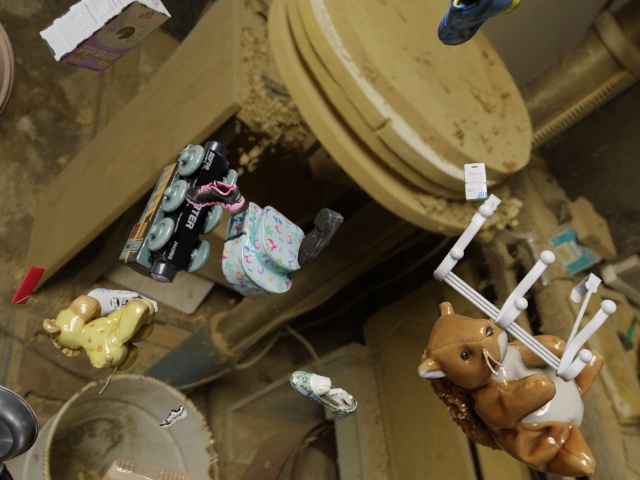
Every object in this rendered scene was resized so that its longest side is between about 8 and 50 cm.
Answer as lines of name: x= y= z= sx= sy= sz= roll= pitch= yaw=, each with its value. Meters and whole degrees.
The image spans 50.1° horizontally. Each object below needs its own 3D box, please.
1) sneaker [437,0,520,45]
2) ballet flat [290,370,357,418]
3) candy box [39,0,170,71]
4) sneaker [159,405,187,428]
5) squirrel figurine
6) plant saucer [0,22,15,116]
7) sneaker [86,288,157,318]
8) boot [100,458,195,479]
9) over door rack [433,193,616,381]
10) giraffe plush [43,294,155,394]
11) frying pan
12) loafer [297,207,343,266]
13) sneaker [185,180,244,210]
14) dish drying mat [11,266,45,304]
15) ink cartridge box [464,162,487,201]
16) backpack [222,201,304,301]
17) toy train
sneaker: x=0.224 y=-0.364 z=1.071 sx=0.082 sy=0.209 sz=0.069 roll=0 pitch=86 yaw=-19
ballet flat: x=0.015 y=0.347 z=1.581 sx=0.188 sy=0.070 sz=0.070 roll=38 pitch=38 yaw=-31
candy box: x=-0.416 y=-0.423 z=1.343 sx=0.070 sy=0.196 sz=0.165 roll=57 pitch=13 yaw=1
sneaker: x=-0.409 y=0.484 z=1.886 sx=0.083 sy=0.032 sz=0.037 roll=-29 pitch=107 yaw=-21
squirrel figurine: x=0.357 y=0.310 z=1.500 sx=0.370 sy=0.397 sz=0.281 roll=32 pitch=61 yaw=-14
plant saucer: x=-0.658 y=-0.294 z=1.146 sx=0.278 sy=0.278 sz=0.041 roll=48 pitch=1 yaw=-6
sneaker: x=-0.518 y=0.165 z=1.785 sx=0.237 sy=0.086 sz=0.085 roll=20 pitch=56 yaw=-64
boot: x=-0.397 y=0.619 z=1.582 sx=0.248 sy=0.207 sz=0.090 roll=22 pitch=23 yaw=-2
over door rack: x=0.321 y=0.042 z=1.042 sx=0.239 sy=0.108 sz=0.324 roll=40 pitch=30 yaw=7
giraffe plush: x=-0.461 y=0.186 z=1.401 sx=0.170 sy=0.181 sz=0.210 roll=26 pitch=53 yaw=5
frying pan: x=-0.660 y=0.404 z=1.324 sx=0.197 sy=0.326 sz=0.053 roll=19 pitch=26 yaw=-10
loafer: x=0.000 y=0.000 z=1.715 sx=0.061 sy=0.170 sz=0.062 roll=13 pitch=32 yaw=-38
sneaker: x=-0.203 y=-0.093 z=1.293 sx=0.057 sy=0.119 sz=0.047 roll=79 pitch=22 yaw=-48
dish drying mat: x=-0.549 y=0.086 z=1.287 sx=0.008 sy=0.083 sz=0.032 roll=41 pitch=13 yaw=30
ink cartridge box: x=0.362 y=-0.136 z=1.606 sx=0.028 sy=0.048 sz=0.083 roll=41 pitch=47 yaw=-79
backpack: x=-0.167 y=0.040 z=1.987 sx=0.225 sy=0.191 sz=0.254 roll=38 pitch=49 yaw=-36
toy train: x=-0.305 y=-0.062 z=1.467 sx=0.142 sy=0.190 sz=0.334 roll=35 pitch=63 yaw=-37
